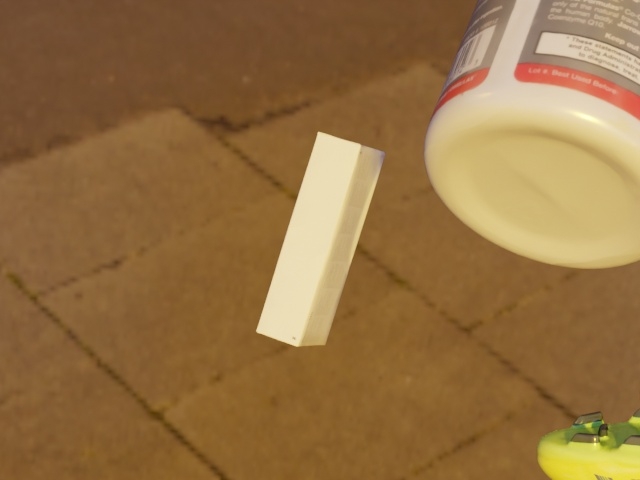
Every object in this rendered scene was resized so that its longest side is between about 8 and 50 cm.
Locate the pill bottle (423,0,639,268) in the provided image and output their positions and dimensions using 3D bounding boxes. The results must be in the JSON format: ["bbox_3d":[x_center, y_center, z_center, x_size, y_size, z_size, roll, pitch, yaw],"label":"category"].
[{"bbox_3d":[0.232,-0.176,1.368,0.210,0.210,0.363,18,59,9],"label":"pill bottle"}]

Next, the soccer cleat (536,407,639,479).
[{"bbox_3d":[0.292,0.192,1.180,0.289,0.121,0.093,9,13,1],"label":"soccer cleat"}]

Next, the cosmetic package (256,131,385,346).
[{"bbox_3d":[0.000,0.000,1.932,0.060,0.239,0.099,18,3,17],"label":"cosmetic package"}]
